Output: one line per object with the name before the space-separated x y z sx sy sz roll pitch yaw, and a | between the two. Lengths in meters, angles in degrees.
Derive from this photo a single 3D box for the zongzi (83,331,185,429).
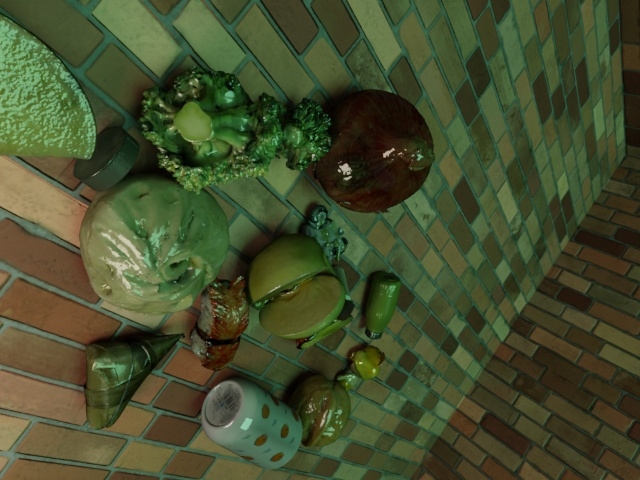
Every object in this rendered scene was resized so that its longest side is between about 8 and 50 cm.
zongzi | -0.472 0.348 1.214 0.242 0.112 0.220 -5 114 -43

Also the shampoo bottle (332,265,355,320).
shampoo bottle | 0.051 0.186 1.505 0.071 0.284 0.153 26 97 -15

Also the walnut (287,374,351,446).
walnut | -0.009 0.624 1.726 0.225 0.257 0.256 24 95 -15

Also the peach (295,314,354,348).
peach | 0.015 0.290 1.639 0.189 0.068 0.279 -41 163 30

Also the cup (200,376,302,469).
cup | -0.219 0.569 1.503 0.212 0.212 0.317 -48 135 -13

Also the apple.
apple | -0.075 0.131 1.342 0.254 0.291 0.292 -28 136 9

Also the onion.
onion | 0.150 -0.239 1.347 0.354 0.354 0.353 -22 126 -34

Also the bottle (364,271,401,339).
bottle | 0.229 0.255 1.825 0.112 0.112 0.260 -8 118 -41

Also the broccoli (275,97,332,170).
broccoli | -0.077 -0.284 1.155 0.177 0.198 0.275 -42 172 9

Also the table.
table | -0.427 -0.164 0.953 0.133 0.134 0.043 -51 138 -9

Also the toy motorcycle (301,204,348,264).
toy motorcycle | 0.000 0.000 1.496 0.152 0.073 0.225 -46 135 -12

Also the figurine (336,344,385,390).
figurine | 0.154 0.520 1.907 0.246 0.131 0.156 -45 122 0

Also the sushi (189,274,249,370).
sushi | -0.277 0.231 1.294 0.124 0.130 0.332 -6 137 -36

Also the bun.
bun | -0.347 0.019 1.067 0.326 0.235 0.361 -36 140 -31

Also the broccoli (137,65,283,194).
broccoli | -0.225 -0.224 0.991 0.288 0.259 0.235 -13 131 6

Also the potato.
potato | -0.535 -0.221 0.841 0.269 0.112 0.255 -56 141 1
